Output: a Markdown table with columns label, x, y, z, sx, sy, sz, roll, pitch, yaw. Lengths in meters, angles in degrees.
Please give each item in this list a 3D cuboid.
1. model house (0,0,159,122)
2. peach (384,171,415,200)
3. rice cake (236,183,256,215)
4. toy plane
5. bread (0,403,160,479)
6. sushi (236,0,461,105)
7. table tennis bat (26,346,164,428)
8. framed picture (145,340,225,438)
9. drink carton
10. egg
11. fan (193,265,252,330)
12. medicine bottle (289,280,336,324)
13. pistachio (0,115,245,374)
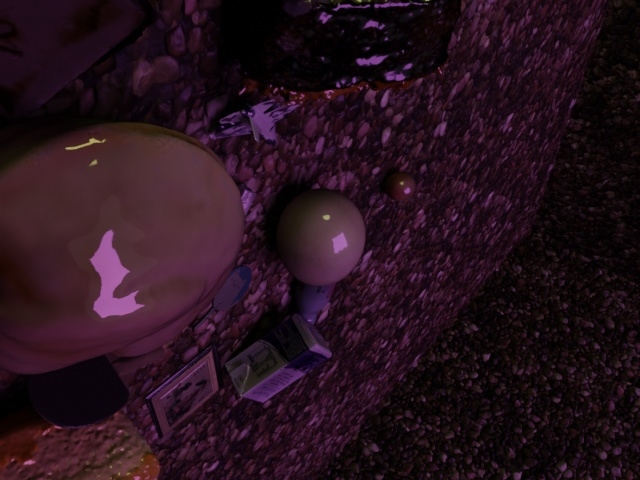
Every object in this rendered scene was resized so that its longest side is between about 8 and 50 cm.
| label | x | y | z | sx | sy | sz | roll | pitch | yaw |
| --- | --- | --- | --- | --- | --- | --- | --- | --- | --- |
| model house | -0.255 | -0.324 | 0.535 | 0.317 | 0.297 | 0.282 | 53 | 40 | -49 |
| peach | 0.209 | -0.143 | 1.598 | 0.083 | 0.083 | 0.083 | -40 | 149 | -30 |
| rice cake | -0.183 | -0.011 | 1.138 | 0.047 | 0.036 | 0.206 | 14 | 108 | -49 |
| toy plane | -0.103 | -0.198 | 1.007 | 0.160 | 0.082 | 0.234 | -21 | -175 | 6 |
| bread | -0.455 | 0.370 | 0.887 | 0.375 | 0.236 | 0.165 | -21 | 150 | -54 |
| sushi | 0.037 | -0.341 | 0.914 | 0.349 | 0.234 | 0.207 | -7 | 140 | -15 |
| table tennis bat | -0.359 | 0.220 | 0.994 | 0.022 | 0.138 | 0.246 | -45 | 165 | 32 |
| framed picture | -0.299 | 0.341 | 1.359 | 0.195 | 0.010 | 0.199 | -38 | 148 | -32 |
| drink carton | -0.101 | 0.291 | 1.464 | 0.222 | 0.101 | 0.134 | -36 | 155 | 3 |
| egg | 0.000 | 0.000 | 1.283 | 0.188 | 0.189 | 0.253 | -42 | 155 | -27 |
| fan | -0.207 | 0.124 | 1.277 | 0.175 | 0.005 | 0.113 | -48 | 153 | -19 |
| medicine bottle | -0.017 | 0.126 | 1.502 | 0.090 | 0.090 | 0.216 | -26 | 148 | -45 |
| pistachio | -0.265 | 0.016 | 0.754 | 0.365 | 0.281 | 0.445 | -37 | 159 | -5 |
